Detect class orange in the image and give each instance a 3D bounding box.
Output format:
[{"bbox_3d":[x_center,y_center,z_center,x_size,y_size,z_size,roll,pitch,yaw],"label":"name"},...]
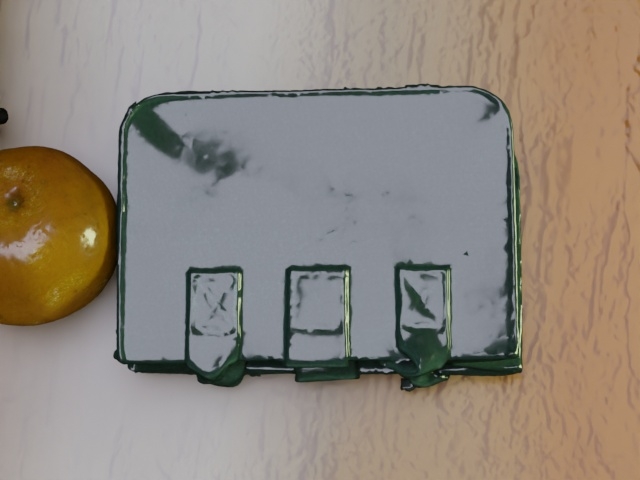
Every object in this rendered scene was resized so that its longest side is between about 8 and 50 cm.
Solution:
[{"bbox_3d":[-0.238,0.000,1.556,0.154,0.134,0.155,-1,56,2],"label":"orange"}]

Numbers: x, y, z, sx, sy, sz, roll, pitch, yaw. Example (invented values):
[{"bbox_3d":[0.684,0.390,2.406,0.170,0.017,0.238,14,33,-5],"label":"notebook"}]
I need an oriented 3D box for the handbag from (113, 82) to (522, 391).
[{"bbox_3d":[0.000,-0.001,1.544,0.326,0.089,0.238,0,76,3],"label":"handbag"}]

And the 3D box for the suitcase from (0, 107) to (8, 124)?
[{"bbox_3d":[-0.440,-0.233,1.555,0.339,0.188,0.345,-2,95,18],"label":"suitcase"}]
